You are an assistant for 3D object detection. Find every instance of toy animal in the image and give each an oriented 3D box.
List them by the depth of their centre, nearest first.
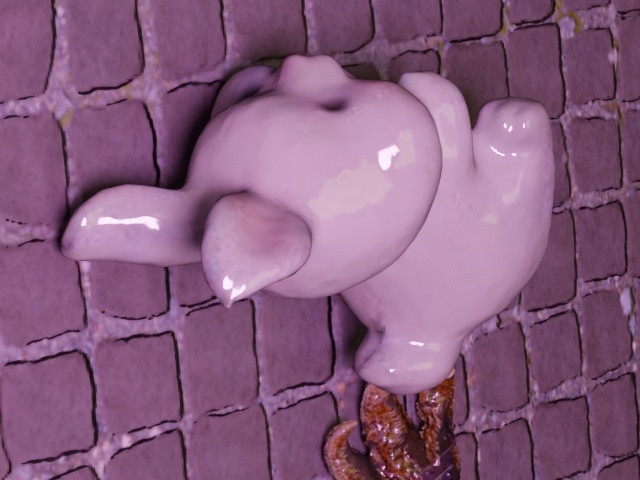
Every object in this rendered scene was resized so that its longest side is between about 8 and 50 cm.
[{"bbox_3d":[0.003,-0.010,1.421,0.368,0.196,0.241,6,89,-50],"label":"toy animal"}]

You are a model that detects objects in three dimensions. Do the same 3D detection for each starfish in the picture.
[{"bbox_3d":[0.082,0.215,1.617,0.238,0.071,0.216,42,67,-29],"label":"starfish"}]
